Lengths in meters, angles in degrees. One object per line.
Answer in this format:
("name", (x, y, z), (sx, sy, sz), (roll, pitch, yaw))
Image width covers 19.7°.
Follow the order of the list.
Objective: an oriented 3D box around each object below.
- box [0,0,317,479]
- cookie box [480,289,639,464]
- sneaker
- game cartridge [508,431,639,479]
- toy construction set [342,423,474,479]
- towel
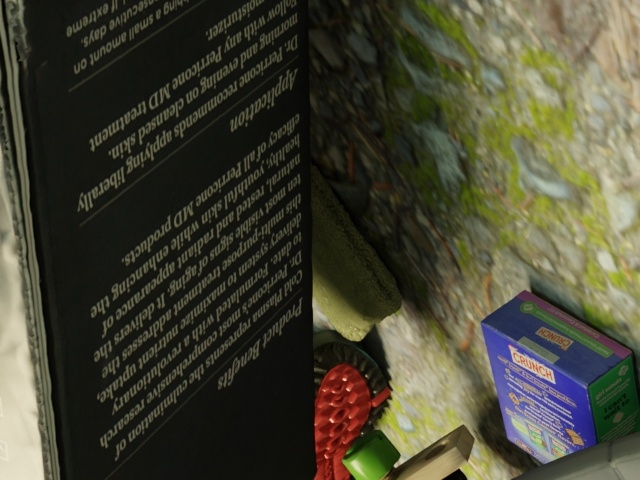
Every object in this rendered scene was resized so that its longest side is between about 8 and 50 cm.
("box", (-0.273, -0.031, 1.132), (0.480, 0.297, 0.472), (16, 124, 25))
("cookie box", (0.149, 0.095, 1.112), (0.092, 0.040, 0.107), (33, 150, 42))
("sneaker", (-0.028, 0.128, 1.451), (0.125, 0.104, 0.262), (50, 158, 19))
("game cartridge", (0.136, 0.232, 1.033), (0.196, 0.294, 0.060), (58, -166, 3))
("toy construction set", (0.105, 0.229, 1.171), (0.309, 0.257, 0.237), (-30, 92, 46))
("towel", (0.000, 0.000, 1.307), (0.148, 0.027, 0.110), (55, 158, 4))
